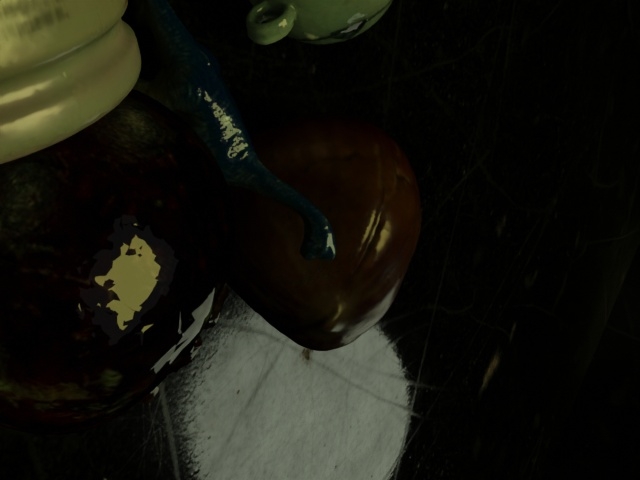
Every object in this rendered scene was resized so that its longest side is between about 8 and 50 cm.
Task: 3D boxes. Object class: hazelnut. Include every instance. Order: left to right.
[{"bbox_3d":[0.000,0.000,0.788,0.229,0.229,0.229,-30,128,-48],"label":"hazelnut"}]

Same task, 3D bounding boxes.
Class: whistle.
[{"bbox_3d":[0.016,-0.281,0.744,0.290,0.163,0.163,-57,145,-24],"label":"whistle"}]

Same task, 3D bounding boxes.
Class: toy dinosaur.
[{"bbox_3d":[-0.072,-0.111,0.654,0.075,0.188,0.248,-32,127,-55],"label":"toy dinosaur"}]

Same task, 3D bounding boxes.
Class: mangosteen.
[{"bbox_3d":[-0.196,-0.004,0.511,0.289,0.231,0.231,22,84,-26],"label":"mangosteen"}]

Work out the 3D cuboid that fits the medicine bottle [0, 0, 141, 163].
[{"bbox_3d":[-0.214,-0.206,0.373,0.202,0.202,0.316,-43,137,-40],"label":"medicine bottle"}]
